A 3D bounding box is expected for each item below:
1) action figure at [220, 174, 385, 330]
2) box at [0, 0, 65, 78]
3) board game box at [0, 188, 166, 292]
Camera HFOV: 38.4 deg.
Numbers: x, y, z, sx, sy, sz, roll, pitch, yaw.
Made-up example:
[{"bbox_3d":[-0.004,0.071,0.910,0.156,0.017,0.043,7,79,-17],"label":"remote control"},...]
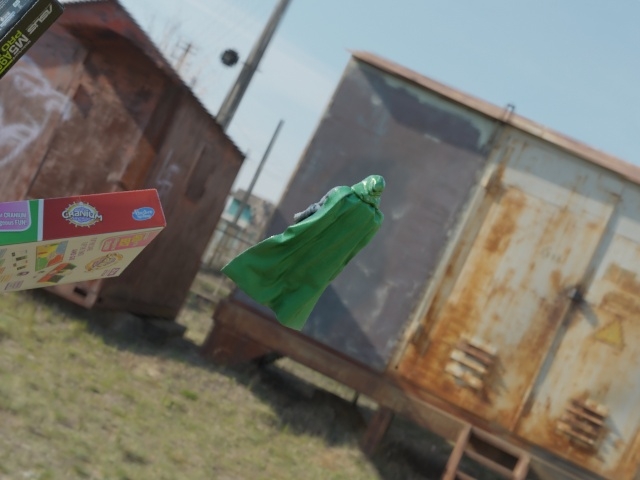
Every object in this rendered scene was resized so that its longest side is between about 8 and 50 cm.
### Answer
[{"bbox_3d":[0.000,0.000,1.164,0.137,0.232,0.063,37,25,-22],"label":"action figure"},{"bbox_3d":[-0.523,-0.297,1.277,0.216,0.270,0.060,41,-4,17],"label":"box"},{"bbox_3d":[-0.427,0.010,1.402,0.316,0.064,0.242,-8,-17,-34],"label":"board game box"}]
